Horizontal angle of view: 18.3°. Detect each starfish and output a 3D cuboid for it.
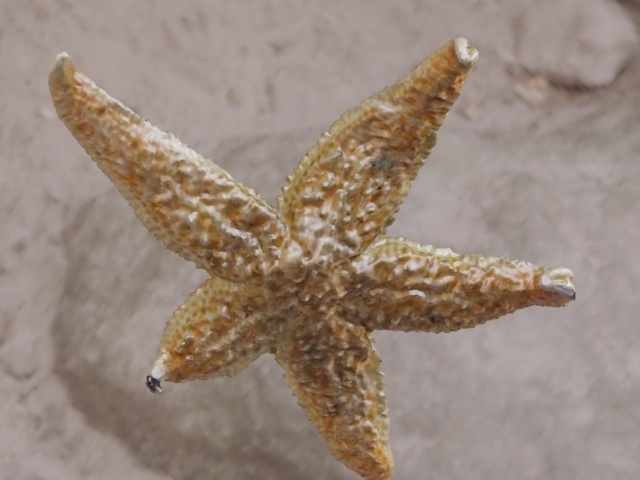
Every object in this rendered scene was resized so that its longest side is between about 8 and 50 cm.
[{"bbox_3d":[0.001,-0.003,0.952,0.295,0.231,0.048,52,21,-21],"label":"starfish"}]
